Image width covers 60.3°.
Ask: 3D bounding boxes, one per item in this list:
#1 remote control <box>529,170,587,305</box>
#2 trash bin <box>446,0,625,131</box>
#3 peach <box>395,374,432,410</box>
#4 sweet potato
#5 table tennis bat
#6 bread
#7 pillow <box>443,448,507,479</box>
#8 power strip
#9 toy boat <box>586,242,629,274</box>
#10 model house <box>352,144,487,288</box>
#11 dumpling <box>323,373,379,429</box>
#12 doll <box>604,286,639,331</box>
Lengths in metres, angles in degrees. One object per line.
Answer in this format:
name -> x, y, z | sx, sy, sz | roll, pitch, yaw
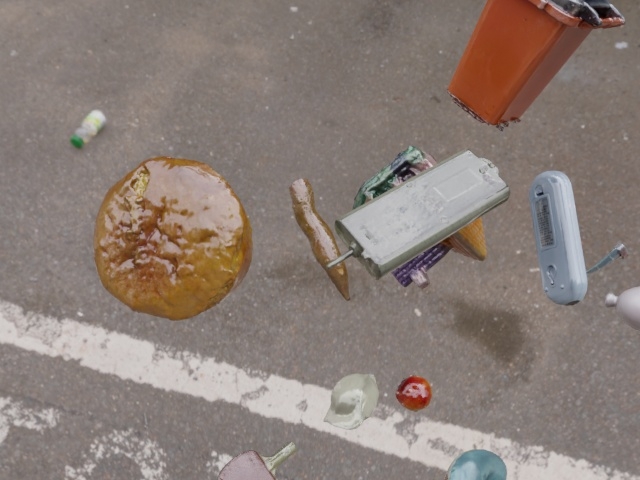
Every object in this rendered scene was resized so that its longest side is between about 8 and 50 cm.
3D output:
remote control -> 0.419, -0.006, 0.982 | 0.047, 0.087, 0.244 | 0, 78, -19
trash bin -> 0.333, -0.307, 0.888 | 0.161, 0.239, 0.184 | -21, 57, -42
peach -> 0.247, 0.395, 1.433 | 0.098, 0.061, 0.098 | 2, 73, -7
sweet potato -> 0.000, 0.000, 1.199 | 0.059, 0.067, 0.281 | -14, 71, -31
table tennis bat -> -0.155, 0.593, 1.403 | 0.246, 0.022, 0.138 | -25, 76, -42
bread -> -0.272, -0.006, 1.032 | 0.312, 0.172, 0.312 | -1, 87, 16
pillow -> 0.348, 0.580, 1.202 | 0.214, 0.086, 0.233 | 14, 65, -33
power strip -> 0.117, -0.030, 0.690 | 0.268, 0.034, 0.092 | -29, 62, -19
toy boat -> 0.676, 0.056, 1.323 | 0.122, 0.096, 0.034 | -38, 60, 16
model house -> 0.222, -0.036, 1.226 | 0.237, 0.202, 0.237 | -39, 49, 11
dumpling -> 0.097, 0.486, 1.671 | 0.162, 0.132, 0.250 | -24, 12, 27
doll -> 0.287, 0.076, 0.377 | 0.161, 0.059, 0.160 | -6, 66, 30
